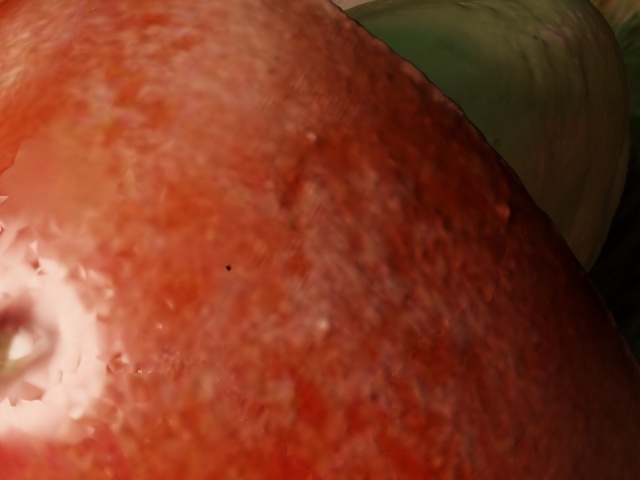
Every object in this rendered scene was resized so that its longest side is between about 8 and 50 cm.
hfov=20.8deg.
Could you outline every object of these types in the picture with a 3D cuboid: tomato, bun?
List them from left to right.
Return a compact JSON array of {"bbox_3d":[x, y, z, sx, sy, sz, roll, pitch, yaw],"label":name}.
[{"bbox_3d":[-0.059,0.095,0.556,0.338,0.338,0.144,-20,20,29],"label":"tomato"},{"bbox_3d":[0.000,0.000,0.711,0.283,0.179,0.283,-15,7,2],"label":"bun"}]
